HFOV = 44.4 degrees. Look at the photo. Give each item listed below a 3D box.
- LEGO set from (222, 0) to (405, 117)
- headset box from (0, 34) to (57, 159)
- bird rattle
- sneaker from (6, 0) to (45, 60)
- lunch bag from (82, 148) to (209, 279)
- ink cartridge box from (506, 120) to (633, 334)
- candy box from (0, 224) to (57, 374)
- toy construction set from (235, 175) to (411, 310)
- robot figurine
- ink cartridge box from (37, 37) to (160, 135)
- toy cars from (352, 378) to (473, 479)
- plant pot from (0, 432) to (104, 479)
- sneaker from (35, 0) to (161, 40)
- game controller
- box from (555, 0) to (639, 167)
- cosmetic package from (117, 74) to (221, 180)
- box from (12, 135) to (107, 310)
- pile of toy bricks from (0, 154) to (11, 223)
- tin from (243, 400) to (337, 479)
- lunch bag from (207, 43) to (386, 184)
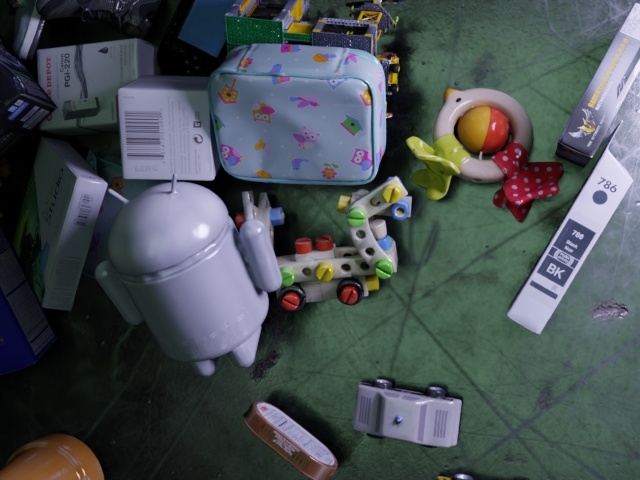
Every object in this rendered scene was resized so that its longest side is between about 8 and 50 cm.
[{"bbox_3d":[-0.012,-0.319,1.335,0.331,0.192,0.255,3,130,16],"label":"LEGO set"},{"bbox_3d":[-0.676,-0.280,1.431,0.246,0.131,0.283,-39,81,6],"label":"headset box"},{"bbox_3d":[0.270,-0.153,1.277,0.253,0.143,0.207,7,76,13],"label":"bird rattle"},{"bbox_3d":[-0.595,-0.492,1.463,0.178,0.123,0.296,10,73,-25],"label":"sneaker"},{"bbox_3d":[-0.363,-0.035,1.439,0.262,0.160,0.224,21,99,26],"label":"lunch bag"},{"bbox_3d":[0.399,-0.017,1.216,0.065,0.165,0.333,30,99,14],"label":"ink cartridge box"},{"bbox_3d":[-0.701,0.112,1.504,0.268,0.122,0.317,-17,105,14],"label":"candy box"},{"bbox_3d":[0.000,0.000,1.336,0.327,0.151,0.215,0,115,23],"label":"toy construction set"},{"bbox_3d":[-0.211,0.053,1.270,0.299,0.200,0.354,-17,119,11],"label":"robot figurine"},{"bbox_3d":[-0.420,-0.288,1.487,0.217,0.092,0.159,-2,89,18],"label":"ink cartridge box"},{"bbox_3d":[0.205,0.374,1.306,0.176,0.087,0.394,-45,77,13],"label":"toy cars"},{"bbox_3d":[-0.544,0.486,1.472,0.205,0.188,0.205,0,90,16],"label":"plant pot"},{"bbox_3d":[-0.398,-0.425,1.445,0.227,0.087,0.130,-22,90,-25],"label":"sneaker"},{"bbox_3d":[-0.180,-0.427,1.431,0.166,0.067,0.319,30,97,14],"label":"game controller"},{"bbox_3d":[0.439,-0.231,1.195,0.056,0.183,0.231,29,98,13],"label":"box"},{"bbox_3d":[-0.248,-0.196,1.338,0.151,0.184,0.151,1,109,0],"label":"cosmetic package"},{"bbox_3d":[-0.478,-0.042,1.414,0.322,0.058,0.232,34,108,56],"label":"box"},{"bbox_3d":[-0.681,-0.065,1.564,0.212,0.118,0.105,-41,109,4],"label":"pile of toy bricks"},{"bbox_3d":[-0.051,0.350,1.377,0.189,0.106,0.040,36,92,12],"label":"tin"},{"bbox_3d":[-0.036,-0.193,1.247,0.279,0.108,0.224,5,132,14],"label":"lunch bag"}]
